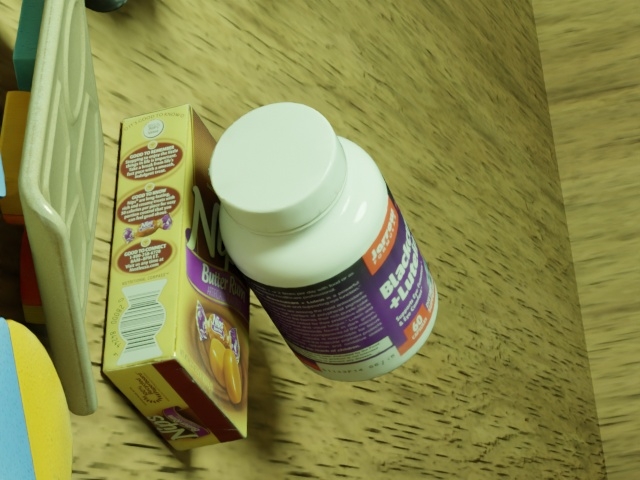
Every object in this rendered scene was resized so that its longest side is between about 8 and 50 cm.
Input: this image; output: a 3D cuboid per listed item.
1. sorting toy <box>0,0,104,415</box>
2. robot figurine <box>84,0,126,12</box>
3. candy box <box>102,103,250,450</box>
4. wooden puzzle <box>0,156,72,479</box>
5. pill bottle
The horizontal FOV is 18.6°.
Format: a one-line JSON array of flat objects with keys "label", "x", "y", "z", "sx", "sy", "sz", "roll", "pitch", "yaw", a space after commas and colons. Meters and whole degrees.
[{"label": "sorting toy", "x": -0.141, "y": -0.040, "z": 1.029, "sx": 0.193, "sy": 0.038, "sz": 0.208, "roll": 91, "pitch": -3, "yaw": -55}, {"label": "robot figurine", "x": -0.101, "y": -0.264, "z": 1.149, "sx": 0.278, "sy": 0.173, "sz": 0.209, "roll": 35, "pitch": 36, "yaw": -66}, {"label": "candy box", "x": -0.085, "y": 0.022, "z": 1.213, "sx": 0.109, "sy": 0.053, "sz": 0.186, "roll": 56, "pitch": 27, "yaw": -52}, {"label": "wooden puzzle", "x": -0.191, "y": 0.007, "z": 0.790, "sx": 0.348, "sy": 0.080, "sz": 0.322, "roll": 16, "pitch": 62, "yaw": -75}, {"label": "pill bottle", "x": 0.000, "y": 0.000, "z": 1.227, "sx": 0.193, "sy": 0.108, "sz": 0.108, "roll": 59, "pitch": 25, "yaw": -53}]
